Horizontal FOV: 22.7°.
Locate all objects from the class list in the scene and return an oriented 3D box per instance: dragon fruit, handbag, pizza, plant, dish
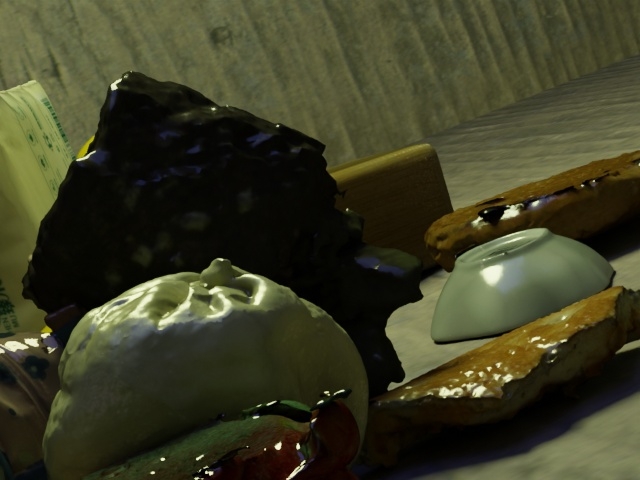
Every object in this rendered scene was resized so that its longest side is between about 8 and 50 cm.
[{"bbox_3d":[-0.097,0.185,0.876,0.295,0.130,0.268,-23,8,-24],"label":"dragon fruit"},{"bbox_3d":[-0.258,0.166,1.206,0.251,0.193,0.190,-13,6,42],"label":"handbag"},{"bbox_3d":[0.140,0.099,1.170,0.271,0.056,0.134,-23,6,-29],"label":"pizza"},{"bbox_3d":[-0.063,0.017,1.262,0.215,0.312,0.213,122,169,-67],"label":"plant"},{"bbox_3d":[0.182,0.032,1.507,0.190,0.066,0.191,-20,8,3],"label":"dish"}]

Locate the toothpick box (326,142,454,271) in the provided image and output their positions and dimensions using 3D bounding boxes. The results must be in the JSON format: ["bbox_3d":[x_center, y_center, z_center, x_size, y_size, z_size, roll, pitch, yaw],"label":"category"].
[{"bbox_3d":[0.000,0.000,1.839,0.308,0.190,0.187,-20,5,-42],"label":"toothpick box"}]

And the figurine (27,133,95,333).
[{"bbox_3d":[-0.206,0.037,1.633,0.215,0.187,0.344,14,78,63],"label":"figurine"}]

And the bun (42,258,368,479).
[{"bbox_3d":[-0.080,0.105,1.081,0.229,0.145,0.229,-12,-31,-7],"label":"bun"}]

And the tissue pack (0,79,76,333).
[{"bbox_3d":[-0.366,0.019,1.856,0.207,0.380,0.297,-22,6,7],"label":"tissue pack"}]

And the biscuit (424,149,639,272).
[{"bbox_3d":[0.252,-0.028,1.709,0.296,0.075,0.296,-18,3,1],"label":"biscuit"}]
